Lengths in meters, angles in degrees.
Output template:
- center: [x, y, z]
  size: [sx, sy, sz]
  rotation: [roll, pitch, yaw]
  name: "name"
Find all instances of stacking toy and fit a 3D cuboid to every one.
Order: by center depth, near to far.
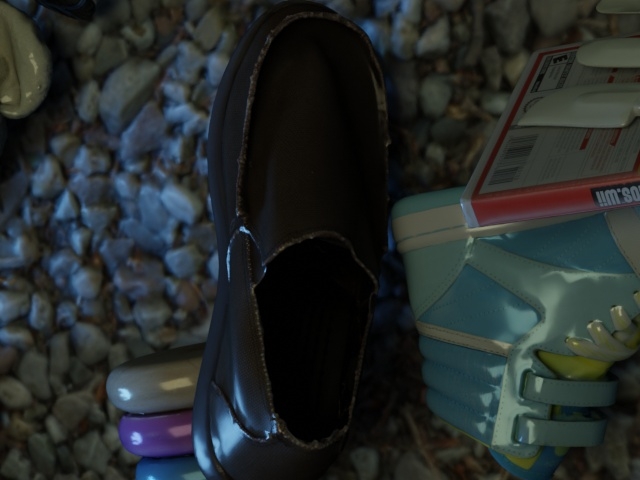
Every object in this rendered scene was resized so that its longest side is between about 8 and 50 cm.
- center: [-0.063, 0.243, 1.385]
  size: [0.141, 0.141, 0.330]
  rotation: [-9, 94, 27]
  name: "stacking toy"

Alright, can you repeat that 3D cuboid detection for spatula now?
- center: [0.261, -0.126, 1.176]
  size: [0.242, 0.168, 0.019]
  rotation: [3, 129, 41]
  name: "spatula"

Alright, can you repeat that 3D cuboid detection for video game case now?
- center: [0.247, -0.088, 1.177]
  size: [0.285, 0.204, 0.025]
  rotation: [-8, 120, 28]
  name: "video game case"

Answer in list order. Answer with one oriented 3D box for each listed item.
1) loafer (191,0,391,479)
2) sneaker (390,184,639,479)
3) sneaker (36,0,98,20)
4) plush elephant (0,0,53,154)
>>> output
- center: [0.000, 0.000, 1.289]
  size: [0.130, 0.133, 0.366]
  rotation: [-24, 60, 61]
  name: "loafer"
- center: [0.200, 0.055, 1.238]
  size: [0.319, 0.127, 0.208]
  rotation: [-7, 86, 37]
  name: "sneaker"
- center: [-0.248, -0.249, 1.503]
  size: [0.211, 0.080, 0.081]
  rotation: [26, 81, 24]
  name: "sneaker"
- center: [-0.371, -0.097, 1.474]
  size: [0.255, 0.330, 0.272]
  rotation: [27, 117, 2]
  name: "plush elephant"
